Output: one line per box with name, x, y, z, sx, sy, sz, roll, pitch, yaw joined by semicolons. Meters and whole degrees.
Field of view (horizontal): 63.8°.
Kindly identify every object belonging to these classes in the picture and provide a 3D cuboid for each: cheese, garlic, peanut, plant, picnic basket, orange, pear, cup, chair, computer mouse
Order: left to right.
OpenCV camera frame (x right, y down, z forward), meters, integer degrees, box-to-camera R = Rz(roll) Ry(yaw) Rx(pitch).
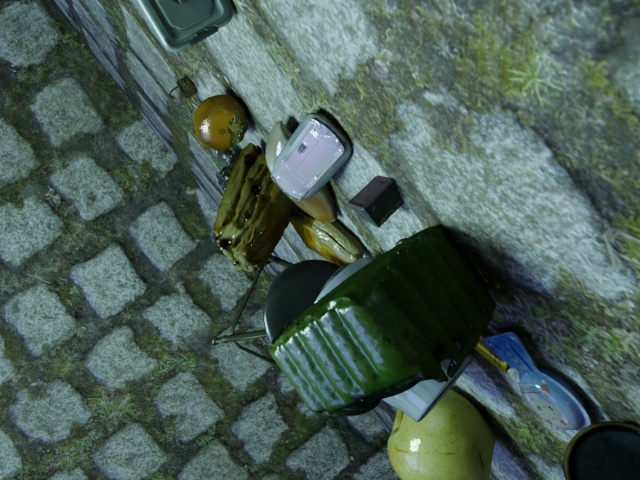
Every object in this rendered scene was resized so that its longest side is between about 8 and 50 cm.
picnic basket;-0.455;-0.490;1.679;0.072;0.083;0.072;47;166;16
orange;-0.274;-0.327;1.417;0.157;0.156;0.134;67;179;-47
plant;-0.279;-0.217;1.711;0.203;0.131;0.142;58;172;26
chair;-0.068;0.233;1.597;0.361;0.365;0.410;29;162;-13
garlic;-0.054;-0.160;1.271;0.143;0.112;0.318;30;166;48
computer mouse;-0.021;-0.176;1.096;0.126;0.056;0.245;41;143;-4
peanut;0.049;0.000;1.372;0.174;0.080;0.080;42;163;23
cup;0.158;0.238;1.255;0.371;0.253;0.253;41;163;24
pear;0.343;0.573;1.455;0.309;0.309;0.309;47;165;17
cheese;0.410;0.270;0.960;0.245;0.052;0.135;49;159;6
cup;0.517;0.430;0.824;0.239;0.166;0.177;38;164;45

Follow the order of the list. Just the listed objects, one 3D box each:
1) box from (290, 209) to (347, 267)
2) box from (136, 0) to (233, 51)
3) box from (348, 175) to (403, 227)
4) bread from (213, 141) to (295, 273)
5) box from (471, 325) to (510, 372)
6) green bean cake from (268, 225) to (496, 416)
box;0.000;0.000;1.572;0.269;0.043;0.152;31;159;55
box;-0.291;-0.508;1.010;0.227;0.162;0.130;61;173;-33
box;0.109;-0.073;0.992;0.063;0.084;0.060;53;166;-30
bread;-0.174;-0.082;1.493;0.166;0.325;0.277;11;161;12
box;0.339;0.209;1.096;0.156;0.022;0.089;41;160;33
green bean cake;0.113;0.156;0.949;0.218;0.335;0.319;55;138;3
